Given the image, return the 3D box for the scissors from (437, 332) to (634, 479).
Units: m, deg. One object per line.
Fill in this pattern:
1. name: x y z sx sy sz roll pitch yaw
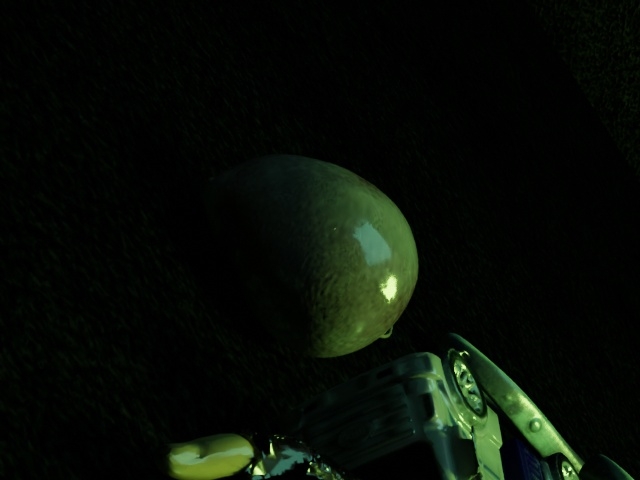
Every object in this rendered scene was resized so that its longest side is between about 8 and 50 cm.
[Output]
1. scissors: 0.237 0.227 1.534 0.256 0.029 0.383 39 -9 46

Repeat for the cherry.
1. cherry: -0.007 -0.002 1.237 0.148 0.115 0.188 15 19 -7

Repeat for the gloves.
1. gloves: -0.009 0.147 0.942 0.180 0.106 0.129 52 19 -34

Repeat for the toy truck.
1. toy truck: 0.089 0.189 1.122 0.268 0.124 0.155 45 26 -42
